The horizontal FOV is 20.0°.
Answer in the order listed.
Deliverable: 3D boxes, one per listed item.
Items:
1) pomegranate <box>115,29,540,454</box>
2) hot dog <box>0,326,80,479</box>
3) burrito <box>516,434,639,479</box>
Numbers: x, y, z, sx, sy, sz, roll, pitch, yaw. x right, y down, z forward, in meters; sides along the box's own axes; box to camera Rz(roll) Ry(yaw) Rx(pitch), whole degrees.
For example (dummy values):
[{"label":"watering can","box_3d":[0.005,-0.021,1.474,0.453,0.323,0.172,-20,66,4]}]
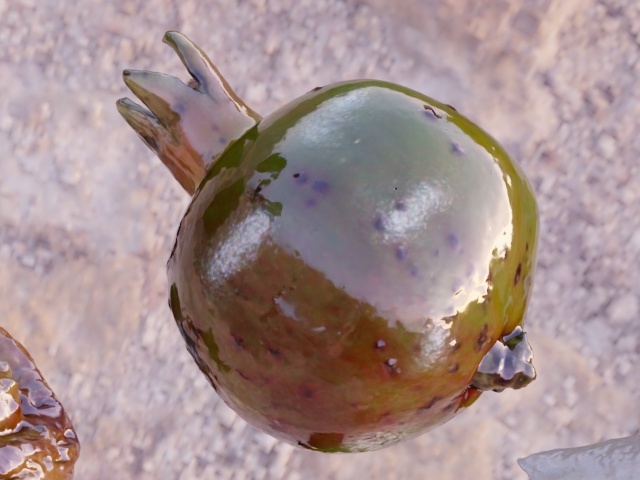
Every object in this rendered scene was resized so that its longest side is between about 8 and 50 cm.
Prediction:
[{"label":"pomegranate","box_3d":[0.002,-0.009,0.924,0.198,0.198,0.246,-40,103,-40]},{"label":"hot dog","box_3d":[-0.363,0.163,1.252,0.387,0.174,0.267,-20,42,-23]},{"label":"burrito","box_3d":[0.238,0.121,1.015,0.275,0.082,0.059,-15,59,19]}]
